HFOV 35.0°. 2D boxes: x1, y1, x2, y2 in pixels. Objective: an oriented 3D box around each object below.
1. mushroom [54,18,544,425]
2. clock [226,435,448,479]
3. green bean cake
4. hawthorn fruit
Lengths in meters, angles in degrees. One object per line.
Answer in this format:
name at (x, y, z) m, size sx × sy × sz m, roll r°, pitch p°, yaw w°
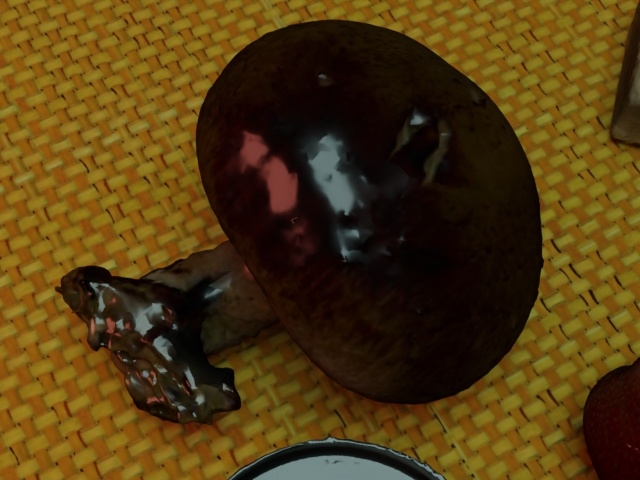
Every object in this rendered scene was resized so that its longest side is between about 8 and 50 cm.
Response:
mushroom at (0.018, 0.009, 0.885) m, size 0.331 × 0.356 × 0.334 m, roll 39°, pitch 31°, yaw 16°
clock at (0.014, 0.302, 0.817) m, size 0.280 × 0.055 × 0.281 m, roll 2°, pitch 65°, yaw -4°
green bean cake at (0.373, -0.180, 1.051) m, size 0.109 × 0.085 × 0.179 m, roll 15°, pitch 64°, yaw 5°
hawthorn fruit at (0.310, 0.181, 0.842) m, size 0.169 × 0.169 × 0.188 m, roll -5°, pitch 69°, yaw -6°
